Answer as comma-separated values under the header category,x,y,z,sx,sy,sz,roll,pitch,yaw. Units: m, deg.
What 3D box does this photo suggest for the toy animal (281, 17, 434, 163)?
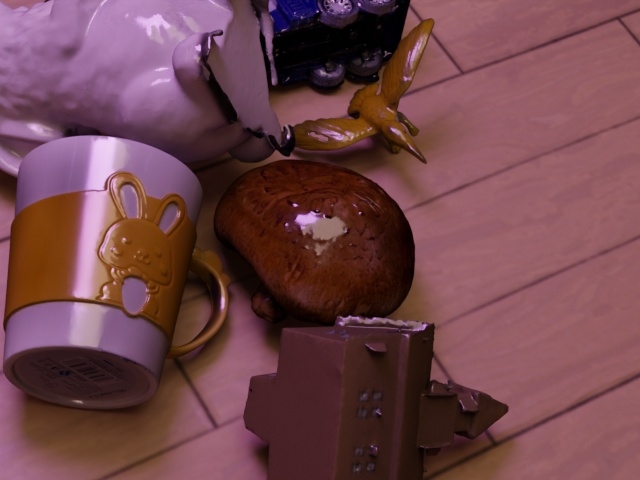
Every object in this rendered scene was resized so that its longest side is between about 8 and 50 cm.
category,x,y,z,sx,sy,sz,roll,pitch,yaw
toy animal,0.081,-0.135,1.532,0.219,0.095,0.155,-45,70,7

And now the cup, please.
category,x,y,z,sx,sy,sz,roll,pitch,yaw
cup,-0.191,0.042,1.325,0.241,0.185,0.226,23,55,-29

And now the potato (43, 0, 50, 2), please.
category,x,y,z,sx,sy,sz,roll,pitch,yaw
potato,-0.267,-0.264,1.577,0.086,0.061,0.122,16,52,0

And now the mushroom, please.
category,x,y,z,sx,sy,sz,roll,pitch,yaw
mushroom,0.000,-0.012,1.387,0.194,0.138,0.231,-29,45,-27

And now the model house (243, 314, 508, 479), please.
category,x,y,z,sx,sy,sz,roll,pitch,yaw
model house,0.072,0.163,1.309,0.248,0.176,0.181,3,95,-34

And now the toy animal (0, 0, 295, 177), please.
category,x,y,z,sx,sy,sz,roll,pitch,yaw
toy animal,-0.226,-0.164,1.407,0.357,0.258,0.194,-5,33,18

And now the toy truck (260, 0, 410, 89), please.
category,x,y,z,sx,sy,sz,roll,pitch,yaw
toy truck,-0.043,-0.257,1.584,0.268,0.124,0.155,-16,53,-24
